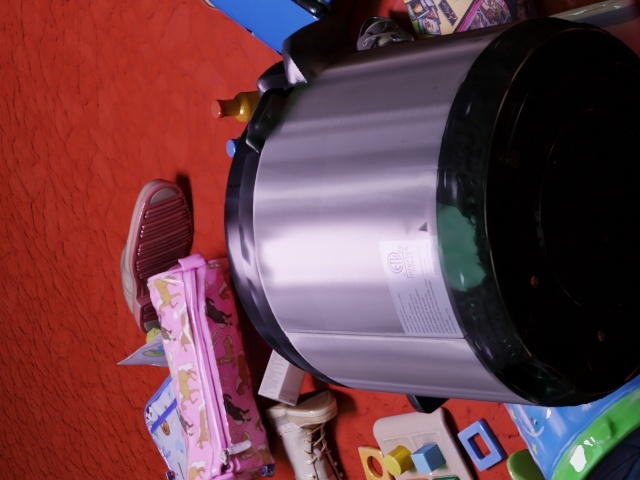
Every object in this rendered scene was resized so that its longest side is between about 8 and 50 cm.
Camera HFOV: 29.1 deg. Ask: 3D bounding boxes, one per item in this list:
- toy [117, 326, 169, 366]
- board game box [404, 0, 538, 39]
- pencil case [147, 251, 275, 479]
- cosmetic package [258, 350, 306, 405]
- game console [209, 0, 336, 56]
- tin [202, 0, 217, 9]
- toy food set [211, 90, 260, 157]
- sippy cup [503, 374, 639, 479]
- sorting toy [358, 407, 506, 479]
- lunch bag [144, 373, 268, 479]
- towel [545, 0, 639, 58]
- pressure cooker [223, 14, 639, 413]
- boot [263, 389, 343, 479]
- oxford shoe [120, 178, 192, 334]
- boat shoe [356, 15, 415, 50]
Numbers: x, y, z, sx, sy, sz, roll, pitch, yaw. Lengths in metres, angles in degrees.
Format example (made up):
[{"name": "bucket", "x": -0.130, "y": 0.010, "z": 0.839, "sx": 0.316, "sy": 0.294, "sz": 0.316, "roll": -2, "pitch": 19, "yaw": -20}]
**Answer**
[{"name": "toy", "x": -0.270, "y": 0.184, "z": 2.263, "sx": 0.237, "sy": 0.136, "sz": 0.056, "roll": -29, "pitch": 59, "yaw": 57}, {"name": "board game box", "x": 0.173, "y": -0.263, "z": 1.424, "sx": 0.165, "sy": 0.042, "sz": 0.243, "roll": 1, "pitch": 118, "yaw": 54}, {"name": "pencil case", "x": -0.185, "y": 0.219, "z": 2.062, "sx": 0.167, "sy": 0.160, "sz": 0.386, "roll": -19, "pitch": 79, "yaw": 42}, {"name": "cosmetic package", "x": -0.052, "y": 0.202, "z": 1.977, "sx": 0.060, "sy": 0.041, "sz": 0.115, "roll": 6, "pitch": 74, "yaw": 55}, {"name": "game console", "x": -0.040, "y": -0.386, "z": 1.651, "sx": 0.293, "sy": 0.173, "sz": 0.250, "roll": 39, "pitch": 101, "yaw": 26}, {"name": "tin", "x": -0.125, "y": -0.388, "z": 1.798, "sx": 0.189, "sy": 0.040, "sz": 0.106, "roll": 19, "pitch": 120, "yaw": 47}, {"name": "toy food set", "x": -0.093, "y": -0.076, "z": 1.631, "sx": 0.111, "sy": 0.104, "sz": 0.232, "roll": 45, "pitch": 133, "yaw": 44}, {"name": "sippy cup", "x": 0.305, "y": 0.163, "z": 1.380, "sx": 0.305, "sy": 0.240, "sz": 0.224, "roll": -43, "pitch": 54, "yaw": 10}, {"name": "sorting toy", "x": 0.155, "y": 0.353, "z": 1.831, "sx": 0.347, "sy": 0.047, "sz": 0.196, "roll": -24, "pitch": 89, "yaw": 56}, {"name": "lunch bag", "x": -0.222, "y": 0.348, "z": 2.293, "sx": 0.243, "sy": 0.115, "sz": 0.303, "roll": 61, "pitch": 145, "yaw": 13}, {"name": "towel", "x": 0.295, "y": -0.114, "z": 1.336, "sx": 0.209, "sy": 0.034, "sz": 0.285, "roll": -9, "pitch": 111, "yaw": 45}, {"name": "pressure cooker", "x": 0.108, "y": -0.027, "z": 1.245, "sx": 0.420, "sy": 0.375, "sz": 0.370, "roll": -3, "pitch": 71, "yaw": 46}, {"name": "boot", "x": -0.008, "y": 0.334, "z": 2.017, "sx": 0.213, "sy": 0.077, "sz": 0.165, "roll": -22, "pitch": 90, "yaw": 63}, {"name": "oxford shoe", "x": -0.317, "y": 0.014, "z": 2.221, "sx": 0.130, "sy": 0.123, "sz": 0.348, "roll": 48, "pitch": 141, "yaw": 34}, {"name": "boat shoe", "x": 0.078, "y": -0.229, "z": 1.492, "sx": 0.073, "sy": 0.080, "sz": 0.223, "roll": 62, "pitch": -176, "yaw": -16}]
